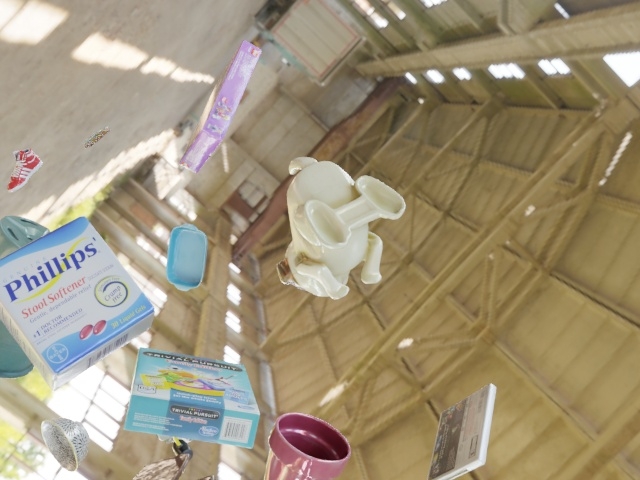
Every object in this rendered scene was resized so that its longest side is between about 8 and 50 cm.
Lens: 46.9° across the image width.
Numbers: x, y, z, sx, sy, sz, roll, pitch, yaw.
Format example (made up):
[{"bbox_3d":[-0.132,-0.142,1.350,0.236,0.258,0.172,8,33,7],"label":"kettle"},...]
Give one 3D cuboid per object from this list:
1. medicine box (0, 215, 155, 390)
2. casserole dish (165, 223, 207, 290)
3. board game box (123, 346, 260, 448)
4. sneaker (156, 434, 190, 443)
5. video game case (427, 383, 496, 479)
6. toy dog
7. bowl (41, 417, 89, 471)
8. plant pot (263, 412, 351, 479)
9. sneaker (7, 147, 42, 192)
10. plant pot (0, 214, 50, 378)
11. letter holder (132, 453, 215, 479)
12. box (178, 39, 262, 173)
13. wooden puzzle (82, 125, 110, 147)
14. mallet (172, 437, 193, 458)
[{"bbox_3d":[-0.570,0.139,1.670,0.263,0.289,0.149,-35,170,-30],"label":"medicine box"},{"bbox_3d":[-0.366,0.045,2.045,0.037,0.114,0.188,-17,117,-71],"label":"casserole dish"},{"bbox_3d":[-0.279,0.328,1.589,0.336,0.254,0.079,-146,-111,-76],"label":"board game box"},{"bbox_3d":[-0.369,0.506,2.122,0.146,0.122,0.330,-29,171,-3],"label":"sneaker"},{"bbox_3d":[0.296,0.411,1.547,0.173,0.022,0.190,-46,-165,44],"label":"video game case"},{"bbox_3d":[0.000,0.000,2.115,0.285,0.395,0.408,-36,155,-34],"label":"toy dog"},{"bbox_3d":[-0.716,0.568,2.111,0.080,0.170,0.170,-31,177,-43],"label":"bowl"},{"bbox_3d":[-0.050,0.551,1.801,0.201,0.201,0.180,-98,-149,-75],"label":"plant pot"},{"bbox_3d":[-0.744,-0.178,1.822,0.042,0.067,0.118,10,-128,27],"label":"sneaker"},{"bbox_3d":[-0.838,0.135,1.994,0.334,0.341,0.341,-53,-169,9],"label":"plant pot"},{"bbox_3d":[-0.301,0.571,1.546,0.215,0.152,0.302,-19,-176,9],"label":"letter holder"},{"bbox_3d":[-0.251,-0.333,1.844,0.201,0.057,0.293,-36,-149,57],"label":"box"},{"bbox_3d":[-0.496,-0.229,1.630,0.083,0.006,0.049,-34,-178,21],"label":"wooden puzzle"},{"bbox_3d":[-0.375,0.486,1.865,0.039,0.189,0.062,-33,-142,-21],"label":"mallet"}]
